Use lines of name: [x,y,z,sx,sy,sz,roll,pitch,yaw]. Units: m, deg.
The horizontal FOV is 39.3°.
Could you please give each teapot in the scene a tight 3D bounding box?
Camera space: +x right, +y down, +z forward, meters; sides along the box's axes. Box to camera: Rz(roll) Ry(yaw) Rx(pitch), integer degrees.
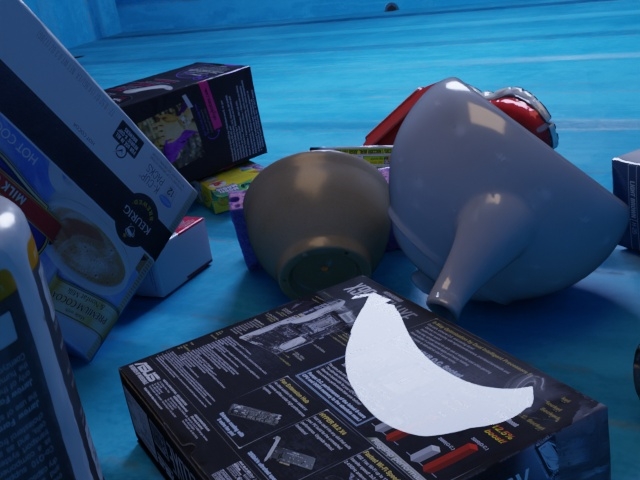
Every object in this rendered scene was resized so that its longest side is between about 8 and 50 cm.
teapot: [0.156,-0.025,0.879,0.256,0.187,0.252,22,20,-45]

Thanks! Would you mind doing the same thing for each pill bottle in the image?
pill bottle: [-0.214,0.123,0.515,0.162,0.278,0.162,-8,21,3]

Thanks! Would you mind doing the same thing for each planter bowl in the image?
planter bowl: [0.000,0.000,0.944,0.162,0.162,0.109,-8,47,3]

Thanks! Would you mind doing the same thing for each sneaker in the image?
sneaker: [0.239,-0.161,1.345,0.118,0.107,0.279,-38,27,-17]

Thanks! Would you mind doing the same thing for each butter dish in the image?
butter dish: [0.143,-0.141,1.282,0.160,0.118,0.160,-43,2,13]

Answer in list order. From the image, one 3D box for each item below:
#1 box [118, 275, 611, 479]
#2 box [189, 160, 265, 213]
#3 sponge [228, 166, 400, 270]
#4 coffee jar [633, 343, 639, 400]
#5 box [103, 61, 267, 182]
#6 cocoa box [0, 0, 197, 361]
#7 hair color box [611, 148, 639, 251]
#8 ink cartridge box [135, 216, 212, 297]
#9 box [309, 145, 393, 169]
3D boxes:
box: [0.014,0.136,0.665,0.242,0.076,0.307,-20,23,-25]
box: [-0.136,-0.086,1.352,0.105,0.043,0.179,-18,20,-21]
sponge: [0.008,-0.023,1.026,0.210,0.117,0.031,-9,50,3]
coffee jar: [0.329,0.083,0.661,0.184,0.079,0.096,-20,21,-23]
box: [-0.240,-0.164,1.342,0.270,0.143,0.165,-25,25,-34]
cocoa box: [-0.346,-0.071,0.907,0.231,0.347,0.228,8,59,39]
hair color box: [0.462,-0.021,0.835,0.174,0.105,0.347,-19,23,-23]
ink cartridge box: [-0.227,0.016,1.097,0.151,0.063,0.109,2,24,29]
box: [0.083,-0.084,1.133,0.114,0.036,0.207,2,-4,29]
